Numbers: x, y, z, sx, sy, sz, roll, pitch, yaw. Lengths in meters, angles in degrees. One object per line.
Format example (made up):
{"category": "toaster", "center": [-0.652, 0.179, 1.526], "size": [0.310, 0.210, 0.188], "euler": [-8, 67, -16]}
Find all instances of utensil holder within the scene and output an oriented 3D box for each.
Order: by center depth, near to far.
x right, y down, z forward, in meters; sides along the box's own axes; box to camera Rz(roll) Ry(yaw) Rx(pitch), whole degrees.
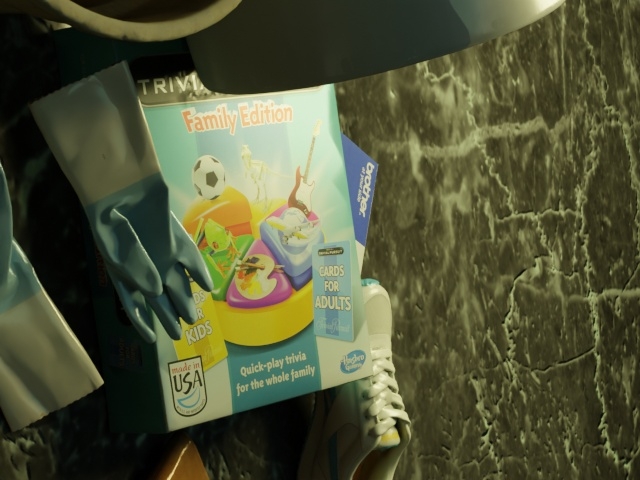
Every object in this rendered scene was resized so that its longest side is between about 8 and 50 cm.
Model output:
{"category": "utensil holder", "center": [0.002, -0.339, 1.338], "size": [0.327, 0.328, 0.385], "euler": [-38, 118, -53]}

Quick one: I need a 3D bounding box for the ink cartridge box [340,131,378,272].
{"category": "ink cartridge box", "center": [0.000, 0.000, 1.704], "size": [0.097, 0.046, 0.207], "euler": [38, 55, -49]}

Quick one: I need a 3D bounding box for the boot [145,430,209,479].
{"category": "boot", "center": [-0.154, 0.243, 1.386], "size": [0.264, 0.096, 0.280], "euler": [62, 35, -20]}

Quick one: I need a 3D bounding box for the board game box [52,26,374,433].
{"category": "board game box", "center": [-0.085, -0.024, 1.505], "size": [0.254, 0.079, 0.336], "euler": [-11, 95, -46]}

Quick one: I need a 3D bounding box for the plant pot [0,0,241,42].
{"category": "plant pot", "center": [-0.237, -0.273, 1.125], "size": [0.334, 0.305, 0.334], "euler": [7, 81, -52]}

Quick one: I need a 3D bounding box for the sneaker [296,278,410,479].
{"category": "sneaker", "center": [0.043, 0.150, 1.651], "size": [0.087, 0.092, 0.228], "euler": [-6, 106, -45]}

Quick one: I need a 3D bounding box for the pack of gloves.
{"category": "pack of gloves", "center": [-0.200, 0.001, 1.349], "size": [0.195, 0.046, 0.232], "euler": [-28, 114, -17]}
